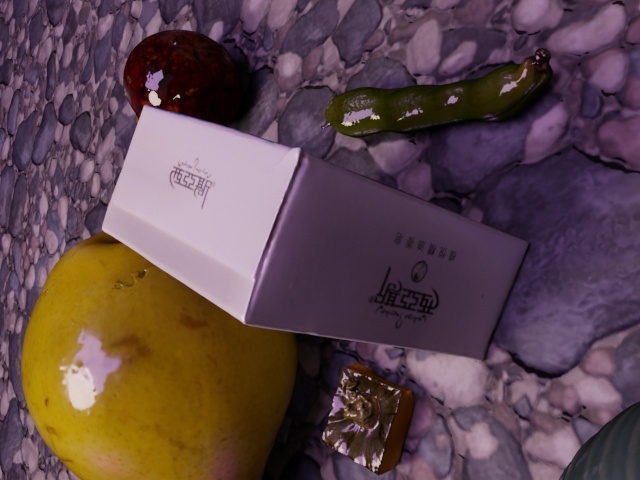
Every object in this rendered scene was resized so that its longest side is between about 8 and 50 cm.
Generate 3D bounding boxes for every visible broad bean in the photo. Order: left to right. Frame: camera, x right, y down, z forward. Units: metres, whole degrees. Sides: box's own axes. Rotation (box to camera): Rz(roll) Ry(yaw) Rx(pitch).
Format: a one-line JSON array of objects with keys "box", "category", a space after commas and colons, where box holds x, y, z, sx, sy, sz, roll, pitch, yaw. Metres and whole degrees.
[{"box": [0.100, -0.129, 0.655, 0.256, 0.053, 0.052, -1, 42, 45], "category": "broad bean"}]

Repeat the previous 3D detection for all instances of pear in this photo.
[{"box": [-0.150, 0.139, 0.725, 0.284, 0.336, 0.285, -10, 40, 8], "category": "pear"}]

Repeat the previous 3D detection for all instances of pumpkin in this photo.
[{"box": [0.043, 0.162, 0.644, 0.074, 0.054, 0.083, 15, 87, 42], "category": "pumpkin"}]

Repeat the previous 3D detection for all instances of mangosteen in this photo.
[{"box": [-0.171, -0.174, 0.896, 0.145, 0.156, 0.181, 17, 125, 22], "category": "mangosteen"}]

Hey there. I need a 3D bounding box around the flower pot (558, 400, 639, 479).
[{"box": [0.222, 0.169, 0.363, 0.243, 0.157, 0.189, 116, 139, -51], "category": "flower pot"}]

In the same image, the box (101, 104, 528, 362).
[{"box": [0.001, -0.002, 0.564, 0.203, 0.274, 0.116, 25, 96, 46], "category": "box"}]
